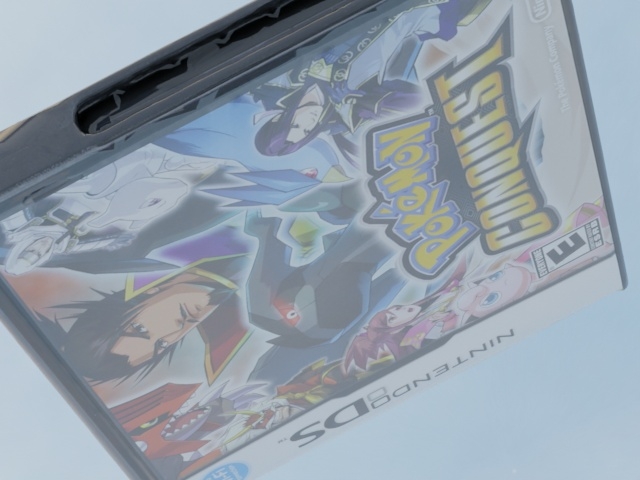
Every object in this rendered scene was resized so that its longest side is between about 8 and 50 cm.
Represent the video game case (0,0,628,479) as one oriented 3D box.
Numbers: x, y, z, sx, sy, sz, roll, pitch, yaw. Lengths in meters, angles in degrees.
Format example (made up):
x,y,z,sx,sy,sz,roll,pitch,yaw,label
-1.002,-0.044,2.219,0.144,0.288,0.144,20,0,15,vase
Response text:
x,y,z,sx,sy,sz,roll,pitch,yaw,label
0.000,0.000,0.753,0.248,0.275,0.035,-27,-124,-1,video game case
